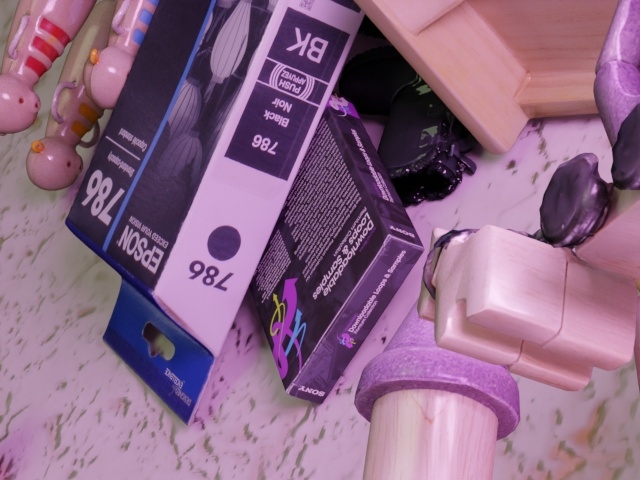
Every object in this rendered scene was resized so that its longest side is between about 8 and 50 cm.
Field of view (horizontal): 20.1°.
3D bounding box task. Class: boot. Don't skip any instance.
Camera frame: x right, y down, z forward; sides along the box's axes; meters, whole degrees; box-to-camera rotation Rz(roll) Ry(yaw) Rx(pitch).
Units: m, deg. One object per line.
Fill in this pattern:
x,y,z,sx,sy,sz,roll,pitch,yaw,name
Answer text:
0.048,-0.067,1.073,0.121,0.045,0.099,-14,54,45,boot

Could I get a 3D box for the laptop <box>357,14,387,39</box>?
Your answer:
0.039,-0.267,1.182,0.234,0.136,0.264,-52,17,-1,laptop

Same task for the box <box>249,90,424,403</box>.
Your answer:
0.000,0.000,1.042,0.116,0.029,0.162,-58,29,25,box

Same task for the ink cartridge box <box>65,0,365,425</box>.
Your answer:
-0.069,-0.069,1.106,0.165,0.065,0.332,31,100,59,ink cartridge box

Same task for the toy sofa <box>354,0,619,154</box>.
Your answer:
0.201,-0.155,0.875,0.363,0.150,0.177,1,53,50,toy sofa

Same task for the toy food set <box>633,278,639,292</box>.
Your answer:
0.190,-0.006,0.859,0.083,0.020,0.082,-5,54,49,toy food set

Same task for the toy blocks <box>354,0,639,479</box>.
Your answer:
0.175,-0.030,0.570,0.288,0.309,0.260,136,148,-57,toy blocks

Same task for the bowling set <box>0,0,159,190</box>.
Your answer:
-0.132,-0.123,1.227,0.200,0.287,0.154,17,74,20,bowling set
